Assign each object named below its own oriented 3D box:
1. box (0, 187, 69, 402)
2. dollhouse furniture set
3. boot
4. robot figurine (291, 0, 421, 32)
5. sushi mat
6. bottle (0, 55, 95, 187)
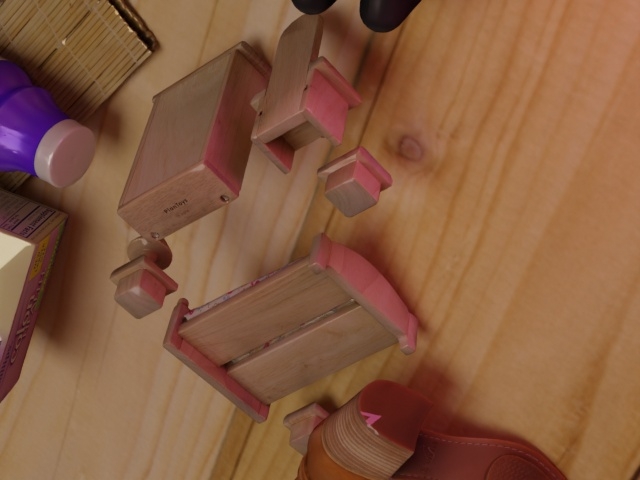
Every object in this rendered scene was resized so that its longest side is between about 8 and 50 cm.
[{"bbox_3d":[-0.424,0.038,1.507,0.243,0.117,0.213,20,109,1],"label":"box"},{"bbox_3d":[0.000,0.000,1.302,0.303,0.174,0.355,-27,124,31],"label":"dollhouse furniture set"},{"bbox_3d":[0.106,0.264,1.314,0.283,0.109,0.220,31,142,-1],"label":"boot"},{"bbox_3d":[0.046,-0.299,1.021,0.173,0.209,0.278,-120,31,-52],"label":"robot figurine"},{"bbox_3d":[-0.292,-0.176,1.450,0.316,0.019,0.151,-35,90,44],"label":"sushi mat"},{"bbox_3d":[-0.353,-0.141,1.424,0.283,0.118,0.092,28,127,24],"label":"bottle"}]
